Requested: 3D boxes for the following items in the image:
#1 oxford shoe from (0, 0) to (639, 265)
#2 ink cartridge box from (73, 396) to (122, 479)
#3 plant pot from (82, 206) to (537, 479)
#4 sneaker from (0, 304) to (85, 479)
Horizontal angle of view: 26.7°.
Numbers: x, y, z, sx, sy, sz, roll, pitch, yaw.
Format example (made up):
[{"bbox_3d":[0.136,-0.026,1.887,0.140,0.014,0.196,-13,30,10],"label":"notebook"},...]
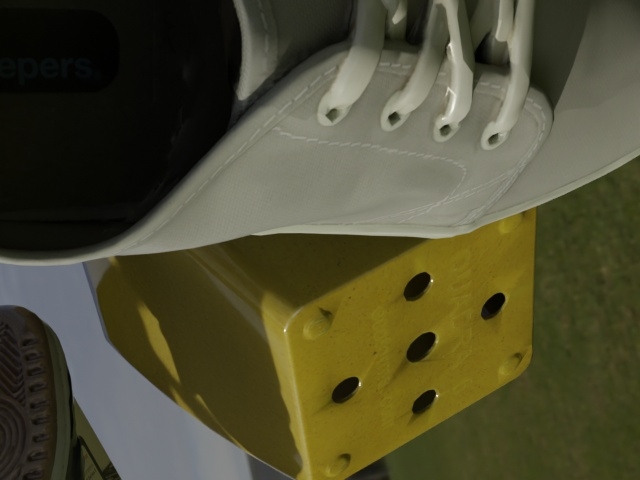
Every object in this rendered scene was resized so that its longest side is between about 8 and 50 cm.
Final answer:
[{"bbox_3d":[0.012,-0.076,0.463,0.130,0.450,0.169,2,100,59],"label":"oxford shoe"},{"bbox_3d":[-0.221,0.227,0.893,0.272,0.198,0.115,60,-162,1],"label":"ink cartridge box"},{"bbox_3d":[0.000,0.000,0.713,0.187,0.212,0.212,48,156,39],"label":"plant pot"},{"bbox_3d":[-0.134,0.182,0.646,0.153,0.099,0.282,43,-141,-57],"label":"sneaker"}]
